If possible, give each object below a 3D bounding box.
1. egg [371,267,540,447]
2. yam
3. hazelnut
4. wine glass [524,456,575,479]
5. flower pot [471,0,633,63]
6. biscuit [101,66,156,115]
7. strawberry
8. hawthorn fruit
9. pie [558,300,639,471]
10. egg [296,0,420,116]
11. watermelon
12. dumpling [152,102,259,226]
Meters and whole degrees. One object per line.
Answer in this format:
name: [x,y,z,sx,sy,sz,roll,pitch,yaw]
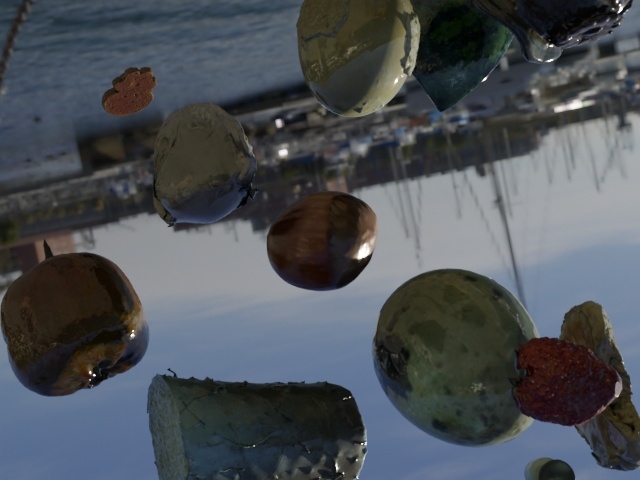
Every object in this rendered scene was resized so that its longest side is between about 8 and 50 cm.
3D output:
egg: [0.292,0.248,2.077,0.345,0.345,0.428,-13,-140,-21]
yam: [-0.117,0.335,1.666,0.348,0.241,0.241,4,176,-27]
hazelnut: [0.000,0.000,1.823,0.214,0.176,0.214,-7,-155,3]
wine glass: [0.559,0.580,2.450,0.093,0.093,0.202,-12,168,-1]
flower pot: [0.414,-0.465,1.795,0.213,0.302,0.302,-41,169,28]
biscuit: [-0.443,-0.349,2.324,0.124,0.026,0.175,-7,154,-33]
strawberry: [0.352,0.206,1.455,0.148,0.131,0.131,4,-167,39]
hawthorn fruit: [-0.478,0.138,1.907,0.268,0.300,0.268,-21,164,-6]
pie: [0.520,0.273,1.862,0.075,0.337,0.337,-12,-176,-4]
egg: [0.045,-0.261,1.301,0.164,0.201,0.164,5,170,1]
watermelon: [0.230,-0.446,2.062,0.283,0.250,0.292,-34,-151,-18]
dumpling: [-0.213,-0.135,1.885,0.163,0.204,0.293,24,144,-36]
